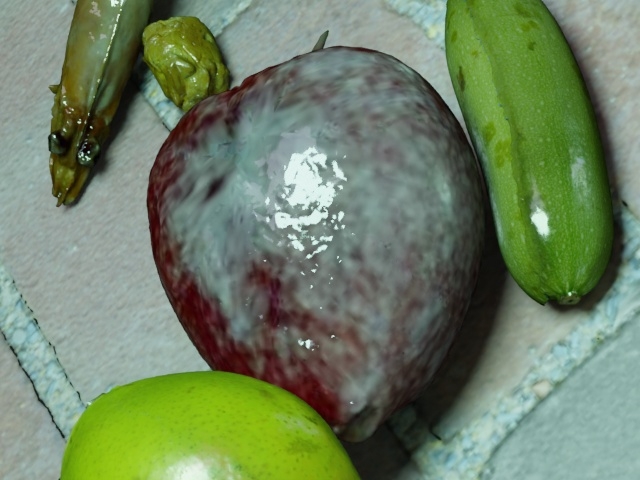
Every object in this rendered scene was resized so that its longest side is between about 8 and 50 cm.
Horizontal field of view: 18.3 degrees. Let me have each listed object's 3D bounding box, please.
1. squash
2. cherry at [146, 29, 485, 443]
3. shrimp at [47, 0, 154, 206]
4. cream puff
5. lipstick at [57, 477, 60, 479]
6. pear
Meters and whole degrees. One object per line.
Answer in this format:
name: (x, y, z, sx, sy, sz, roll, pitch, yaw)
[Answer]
squash: (0.137, -0.103, 1.371, 0.094, 0.094, 0.341, -28, 49, 20)
cherry: (0.000, 0.000, 1.329, 0.230, 0.203, 0.300, -18, 63, 17)
shrimp: (-0.178, -0.168, 1.645, 0.154, 0.062, 0.294, 154, 134, -82)
cream puff: (-0.111, -0.141, 1.597, 0.083, 0.083, 0.058, 45, 125, 6)
lipstick: (-0.203, 0.243, 1.412, 0.081, 0.081, 0.299, 34, 87, 44)
pear: (-0.051, 0.180, 1.209, 0.220, 0.187, 0.187, 35, 86, 33)
